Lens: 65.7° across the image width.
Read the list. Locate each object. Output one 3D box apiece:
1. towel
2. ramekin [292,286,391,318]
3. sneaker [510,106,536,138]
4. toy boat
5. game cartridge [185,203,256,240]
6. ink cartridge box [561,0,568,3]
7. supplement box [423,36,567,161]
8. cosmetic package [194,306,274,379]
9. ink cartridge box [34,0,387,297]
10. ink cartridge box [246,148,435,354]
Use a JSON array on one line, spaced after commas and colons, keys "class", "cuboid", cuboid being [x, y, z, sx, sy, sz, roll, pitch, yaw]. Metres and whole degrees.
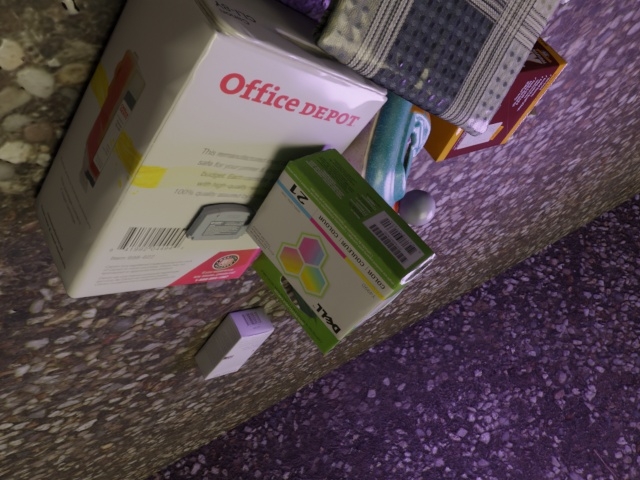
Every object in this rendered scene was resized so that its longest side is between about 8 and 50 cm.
[{"class": "towel", "cuboid": [0.171, -0.313, 0.565, 0.312, 0.056, 0.324, 13, 113, -38]}, {"class": "ramekin", "cuboid": [0.071, 0.122, 1.347, 0.303, 0.148, 0.303, -26, 155, -13]}, {"class": "sneaker", "cuboid": [0.440, -0.302, 1.063, 0.064, 0.086, 0.192, -9, 147, -41]}, {"class": "toy boat", "cuboid": [0.120, -0.127, 0.816, 0.318, 0.148, 0.267, 71, 34, -61]}, {"class": "game cartridge", "cuboid": [-0.120, -0.023, 0.616, 0.056, 0.017, 0.083, -42, 156, 31]}, {"class": "ink cartridge box", "cuboid": [0.363, -0.459, 0.631, 0.208, 0.045, 0.206, -37, 129, 15]}, {"class": "supplement box", "cuboid": [0.281, -0.268, 0.883, 0.194, 0.129, 0.191, -18, 153, -28]}, {"class": "cosmetic package", "cuboid": [-0.240, 0.284, 1.363, 0.117, 0.085, 0.231, -5, 143, -45]}, {"class": "ink cartridge box", "cuboid": [-0.143, -0.113, 0.633, 0.279, 0.160, 0.384, -1, 142, -51]}, {"class": "ink cartridge box", "cuboid": [-0.010, 0.041, 0.645, 0.097, 0.189, 0.255, -28, 162, -50]}]
